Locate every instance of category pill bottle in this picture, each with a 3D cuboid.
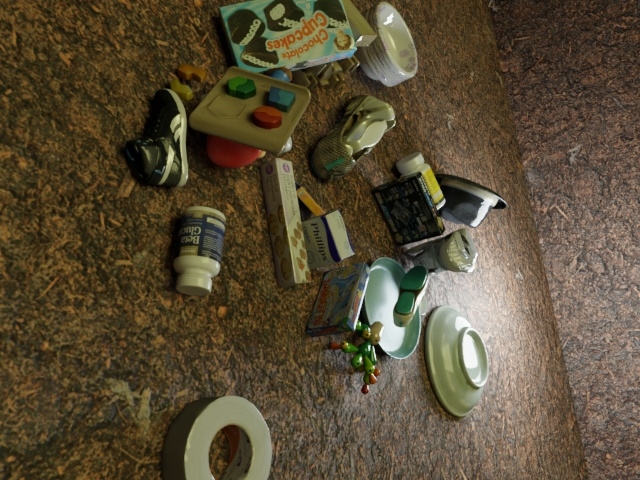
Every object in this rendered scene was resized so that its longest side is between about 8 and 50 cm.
[{"bbox_3d":[0.365,-0.209,1.954,0.208,0.119,0.119,62,38,-16],"label":"pill bottle"},{"bbox_3d":[-0.250,0.023,1.091,0.094,0.094,0.169,27,56,-44],"label":"pill bottle"}]

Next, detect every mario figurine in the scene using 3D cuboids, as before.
[{"bbox_3d":[-0.174,-0.286,1.288,0.198,0.170,0.320,29,53,10],"label":"mario figurine"}]

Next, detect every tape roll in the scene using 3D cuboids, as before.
[{"bbox_3d":[-0.195,0.415,1.028,0.219,0.072,0.219,23,59,-46],"label":"tape roll"}]

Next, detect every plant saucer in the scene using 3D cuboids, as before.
[{"bbox_3d":[0.515,0.425,1.917,0.400,0.100,0.400,24,57,-45],"label":"plant saucer"},{"bbox_3d":[0.215,0.211,1.660,0.317,0.043,0.318,25,57,-45],"label":"plant saucer"}]

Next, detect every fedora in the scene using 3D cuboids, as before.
[{"bbox_3d":[0.575,-0.142,2.131,0.334,0.334,0.152,22,90,-47],"label":"fedora"}]

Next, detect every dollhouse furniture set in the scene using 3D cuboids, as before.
[{"bbox_3d":[0.019,-0.578,1.567,0.161,0.242,0.212,54,37,5],"label":"dollhouse furniture set"}]

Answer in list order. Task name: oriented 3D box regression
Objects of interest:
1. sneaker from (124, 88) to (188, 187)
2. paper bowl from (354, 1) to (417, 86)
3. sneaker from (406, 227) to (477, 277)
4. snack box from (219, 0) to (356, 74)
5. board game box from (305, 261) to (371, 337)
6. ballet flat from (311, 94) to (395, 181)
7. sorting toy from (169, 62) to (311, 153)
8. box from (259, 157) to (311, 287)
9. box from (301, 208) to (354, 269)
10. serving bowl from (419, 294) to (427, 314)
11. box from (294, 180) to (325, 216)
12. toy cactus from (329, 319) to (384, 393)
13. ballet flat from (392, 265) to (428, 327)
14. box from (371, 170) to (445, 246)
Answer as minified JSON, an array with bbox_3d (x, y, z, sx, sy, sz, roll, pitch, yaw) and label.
[{"bbox_3d":[-0.340,-0.218,1.082,0.121,0.079,0.217,1,76,-51],"label":"sneaker"},{"bbox_3d":[0.227,-0.705,1.947,0.284,0.148,0.284,24,57,-45],"label":"paper bowl"},{"bbox_3d":[0.394,0.062,1.767,0.137,0.210,0.366,65,24,2],"label":"sneaker"},{"bbox_3d":[-0.084,-0.545,1.398,0.322,0.060,0.187,-18,91,-12],"label":"snack box"},{"bbox_3d":[0.048,0.154,1.389,0.035,0.136,0.201,49,42,-30],"label":"board game box"},{"bbox_3d":[0.136,-0.345,1.661,0.164,0.182,0.483,56,40,-20],"label":"ballet flat"},{"bbox_3d":[-0.193,-0.312,1.170,0.307,0.041,0.229,18,50,3],"label":"sorting toy"},{"bbox_3d":[-0.090,-0.044,1.349,0.063,0.067,0.324,3,75,-52],"label":"box"},{"bbox_3d":[0.000,0.000,1.385,0.072,0.137,0.126,-24,96,-52],"label":"box"},{"bbox_3d":[0.334,0.215,1.824,0.083,0.027,0.083,24,58,-45],"label":"serving bowl"},{"bbox_3d":[-0.041,-0.113,1.433,0.136,0.028,0.081,45,2,-30],"label":"box"},{"bbox_3d":[0.119,0.290,1.454,0.180,0.112,0.219,-46,119,-49],"label":"toy cactus"},{"bbox_3d":[0.282,0.179,1.673,0.086,0.086,0.248,58,41,-19],"label":"ballet flat"},{"bbox_3d":[0.294,-0.100,1.773,0.051,0.175,0.220,-42,110,-51],"label":"box"}]
